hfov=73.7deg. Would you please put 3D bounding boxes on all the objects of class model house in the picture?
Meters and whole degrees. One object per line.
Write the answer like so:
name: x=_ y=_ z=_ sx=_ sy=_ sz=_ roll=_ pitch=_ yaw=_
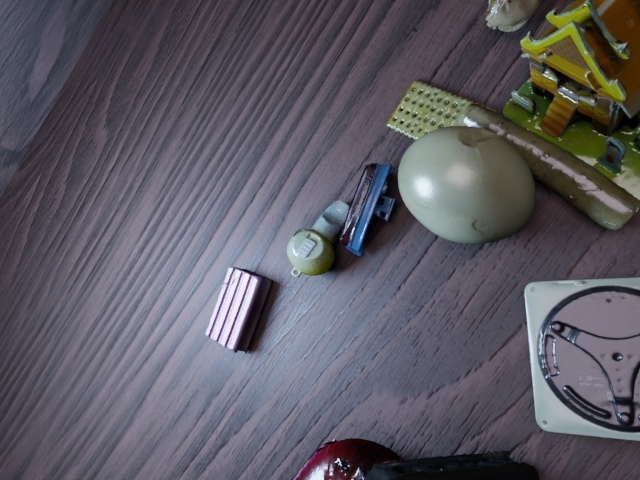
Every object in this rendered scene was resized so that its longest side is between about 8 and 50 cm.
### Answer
model house: x=0.494 y=-0.271 z=0.704 sx=0.242 sy=0.312 sz=0.358 roll=-47 pitch=61 yaw=14

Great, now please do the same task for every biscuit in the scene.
biscuit: x=0.276 y=-0.286 z=1.000 sx=0.231 sy=0.016 sz=0.139 roll=37 pitch=98 yaw=31

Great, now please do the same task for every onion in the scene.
onion: x=0.069 y=0.536 z=0.798 sx=0.313 sy=0.232 sz=0.314 roll=-18 pitch=46 yaw=19

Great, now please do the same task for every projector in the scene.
projector: x=0.494 y=0.194 z=0.717 sx=0.256 sy=0.079 sz=0.260 roll=-6 pitch=76 yaw=27

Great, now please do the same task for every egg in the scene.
egg: x=0.278 y=-0.108 z=0.834 sx=0.269 sy=0.219 sz=0.219 roll=25 pitch=90 yaw=29

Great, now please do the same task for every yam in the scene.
yam: x=0.432 y=-0.156 z=0.835 sx=0.083 sy=0.083 sz=0.371 roll=-49 pitch=64 yaw=10

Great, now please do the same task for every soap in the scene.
soap: x=-0.216 y=0.179 z=1.127 sx=0.122 sy=0.065 sz=0.203 roll=19 pitch=87 yaw=31

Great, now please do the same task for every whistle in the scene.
whistle: x=0.000 y=0.000 z=1.044 sx=0.122 sy=0.123 sz=0.223 roll=26 pitch=71 yaw=32

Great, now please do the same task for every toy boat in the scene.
toy boat: x=0.119 y=-0.072 z=0.997 sx=0.097 sy=0.100 sz=0.224 roll=20 pitch=92 yaw=-6

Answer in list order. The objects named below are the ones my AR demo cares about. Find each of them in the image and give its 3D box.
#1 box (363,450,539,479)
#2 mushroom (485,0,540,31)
box: x=0.211 y=0.518 z=0.648 sx=0.091 sy=0.358 sz=0.351 roll=-23 pitch=61 yaw=60
mushroom: x=0.490 y=-0.627 z=0.905 sx=0.397 sy=0.126 sz=0.177 roll=-43 pitch=70 yaw=9
